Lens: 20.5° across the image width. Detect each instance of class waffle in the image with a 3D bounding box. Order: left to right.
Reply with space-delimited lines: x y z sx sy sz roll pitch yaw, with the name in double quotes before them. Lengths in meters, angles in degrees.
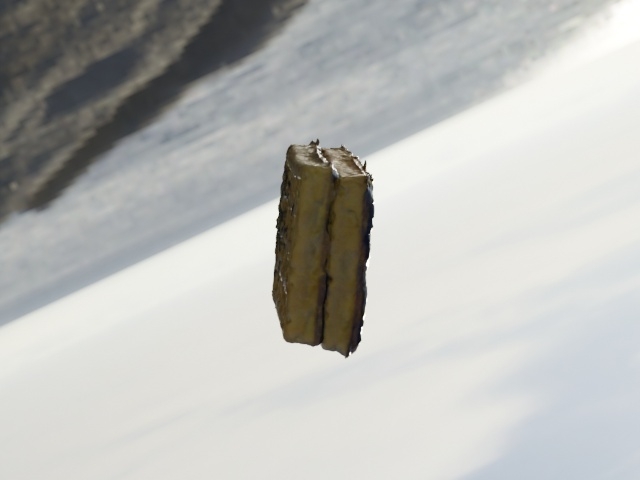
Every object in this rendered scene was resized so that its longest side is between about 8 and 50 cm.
"waffle" 0.000 0.000 0.970 0.042 0.102 0.148 4 -172 -5
